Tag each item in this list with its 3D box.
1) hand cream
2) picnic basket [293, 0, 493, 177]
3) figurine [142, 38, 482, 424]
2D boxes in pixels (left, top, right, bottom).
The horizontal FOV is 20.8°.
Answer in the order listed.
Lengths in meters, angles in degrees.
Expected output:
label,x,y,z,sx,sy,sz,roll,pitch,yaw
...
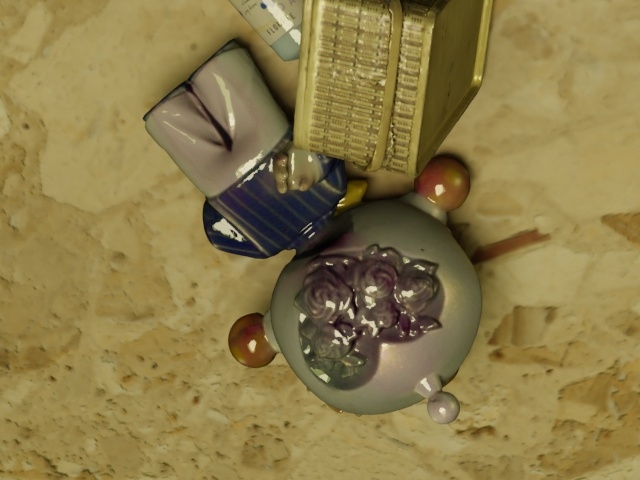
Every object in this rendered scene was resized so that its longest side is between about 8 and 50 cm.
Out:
label,x,y,z,sx,sy,sz,roll,pitch,yaw
hand cream,-0.046,-0.174,1.122,0.065,0.043,0.171,-37,99,25
picnic basket,0.047,-0.121,1.060,0.079,0.164,0.115,15,120,15
figurine,0.006,-0.009,1.152,0.194,0.133,0.274,-18,98,8
